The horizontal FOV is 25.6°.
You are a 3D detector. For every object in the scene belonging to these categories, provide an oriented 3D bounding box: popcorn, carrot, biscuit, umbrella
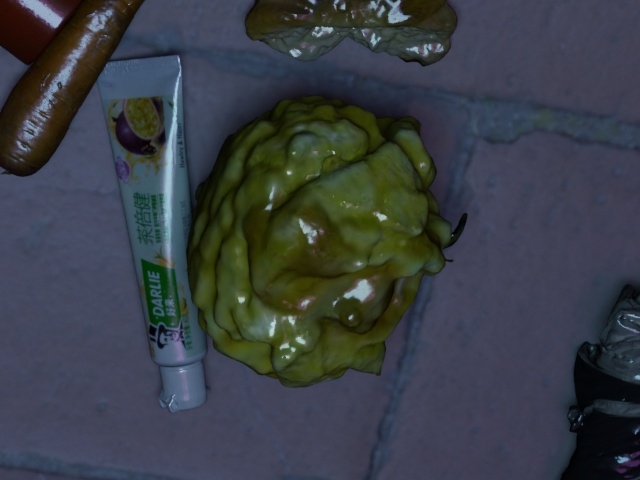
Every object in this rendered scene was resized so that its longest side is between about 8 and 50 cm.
[{"bbox_3d":[0.004,0.001,1.169,0.225,0.249,0.249,20,103,-27],"label":"popcorn"},{"bbox_3d":[-0.200,-0.158,1.179,0.059,0.059,0.248,34,95,-16],"label":"carrot"},{"bbox_3d":[0.029,-0.206,1.193,0.183,0.061,0.118,2,104,-8],"label":"biscuit"},{"bbox_3d":[0.273,0.206,1.341,0.113,0.106,0.358,15,111,-2],"label":"umbrella"}]

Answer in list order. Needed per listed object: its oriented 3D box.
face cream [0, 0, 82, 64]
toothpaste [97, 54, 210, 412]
[{"bbox_3d":[-0.291,-0.241,1.118,0.214,0.096,0.096,38,98,-16],"label":"face cream"},{"bbox_3d":[-0.137,-0.004,1.235,0.058,0.056,0.314,-15,107,-28],"label":"toothpaste"}]
